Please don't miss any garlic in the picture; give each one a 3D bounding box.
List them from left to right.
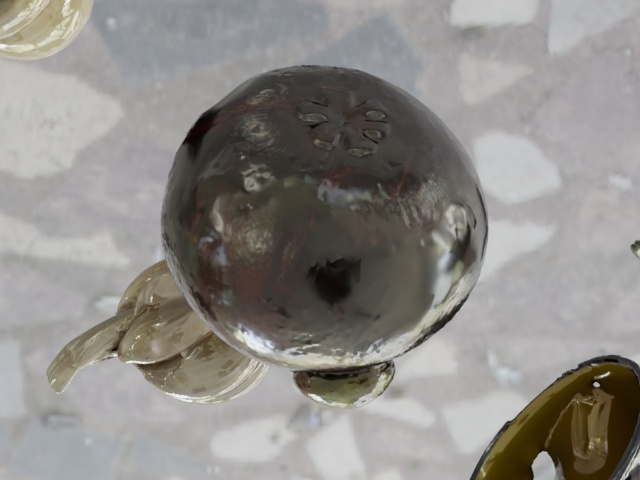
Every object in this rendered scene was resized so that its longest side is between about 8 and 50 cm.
[{"bbox_3d":[-0.123,0.082,1.298,0.194,0.131,0.127,-25,108,-10],"label":"garlic"}]

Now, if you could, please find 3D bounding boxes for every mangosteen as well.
[{"bbox_3d":[0.000,0.000,0.729,0.152,0.152,0.152,-2,131,-2],"label":"mangosteen"}]

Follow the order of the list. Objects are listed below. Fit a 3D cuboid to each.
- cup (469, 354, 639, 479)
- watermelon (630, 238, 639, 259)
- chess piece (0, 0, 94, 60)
[{"bbox_3d":[0.243,0.214,1.197,0.256,0.255,0.178,41,101,-18],"label":"cup"},{"bbox_3d":[0.402,-0.042,1.225,0.303,0.159,0.128,-36,165,-10],"label":"watermelon"},{"bbox_3d":[-0.218,-0.177,0.977,0.142,0.143,0.261,-16,168,10],"label":"chess piece"}]
